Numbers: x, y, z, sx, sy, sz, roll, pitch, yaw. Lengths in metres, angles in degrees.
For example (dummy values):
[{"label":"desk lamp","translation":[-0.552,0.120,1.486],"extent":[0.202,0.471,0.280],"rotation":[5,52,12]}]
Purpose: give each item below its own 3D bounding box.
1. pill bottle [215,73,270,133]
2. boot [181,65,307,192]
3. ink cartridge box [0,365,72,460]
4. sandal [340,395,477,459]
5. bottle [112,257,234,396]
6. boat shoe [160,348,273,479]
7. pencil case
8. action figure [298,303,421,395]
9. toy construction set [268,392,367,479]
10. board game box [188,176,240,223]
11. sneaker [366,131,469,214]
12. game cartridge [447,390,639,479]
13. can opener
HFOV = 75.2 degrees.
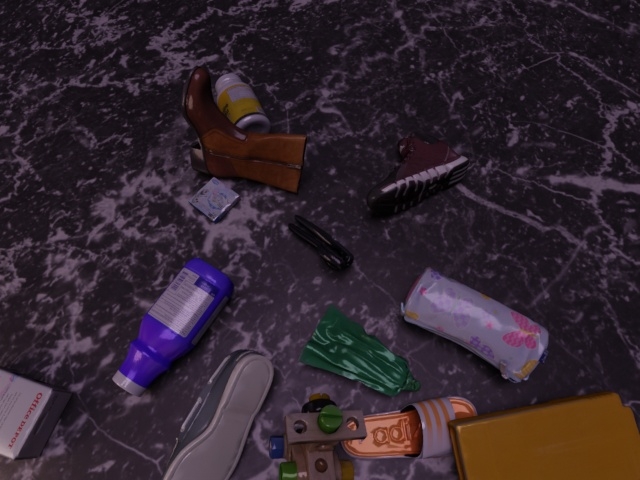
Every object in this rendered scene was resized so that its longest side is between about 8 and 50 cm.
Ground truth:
[{"label":"pill bottle","translation":[-0.209,-0.344,1.082],"extent":[0.103,0.103,0.184],"rotation":[-24,66,-10]},{"label":"boot","translation":[-0.170,-0.248,0.960],"extent":[0.279,0.265,0.096],"rotation":[12,31,9]},{"label":"ink cartridge box","translation":[-0.599,0.325,0.796],"extent":[0.174,0.072,0.128],"rotation":[16,66,9]},{"label":"sandal","translation":[0.169,0.353,0.761],"extent":[0.264,0.076,0.102],"rotation":[-10,65,-3]},{"label":"bottle","translation":[-0.299,0.175,0.848],"extent":[0.118,0.092,0.283],"rotation":[28,69,14]},{"label":"boat shoe","translation":[-0.203,0.352,0.780],"extent":[0.099,0.116,0.320],"rotation":[9,65,54]},{"label":"pencil case","translation":[0.300,0.164,0.828],"extent":[0.272,0.113,0.124],"rotation":[29,89,14]},{"label":"action figure","translation":[0.089,0.238,0.825],"extent":[0.232,0.064,0.137],"rotation":[25,66,17]},{"label":"toy construction set","translation":[0.033,0.385,0.630],"extent":[0.308,0.238,0.258],"rotation":[23,35,3]},{"label":"board game box","translation":[-0.258,-0.099,1.015],"extent":[0.090,0.020,0.090],"rotation":[36,71,17]},{"label":"sneaker","translation":[0.204,-0.173,1.004],"extent":[0.281,0.107,0.163],"rotation":[-22,60,-19]},{"label":"game cartridge","translation":[0.404,0.428,0.704],"extent":[0.322,0.053,0.286],"rotation":[-7,77,-7]},{"label":"can opener","translation":[0.000,0.000,0.943],"extent":[0.059,0.073,0.186],"rotation":[-43,62,-8]}]
